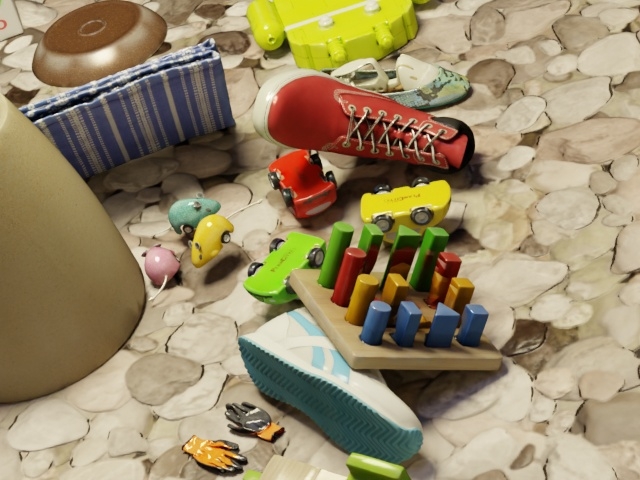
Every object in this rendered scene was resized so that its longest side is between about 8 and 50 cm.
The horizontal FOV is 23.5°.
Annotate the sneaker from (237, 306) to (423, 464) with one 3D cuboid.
[{"bbox_3d":[0.022,0.127,1.442,0.092,0.087,0.228,-31,42,-27],"label":"sneaker"}]

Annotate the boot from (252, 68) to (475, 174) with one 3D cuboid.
[{"bbox_3d":[0.058,-0.122,1.668,0.176,0.088,0.244,22,14,38],"label":"boot"}]

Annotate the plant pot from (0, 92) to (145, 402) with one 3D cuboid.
[{"bbox_3d":[-0.341,-0.018,1.590,0.256,0.274,0.256,-8,43,7],"label":"plant pot"}]

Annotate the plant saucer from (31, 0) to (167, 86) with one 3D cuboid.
[{"bbox_3d":[-0.313,-0.283,2.140,0.198,0.036,0.198,-10,38,8],"label":"plant saucer"}]

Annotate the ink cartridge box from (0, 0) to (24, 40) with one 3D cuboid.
[{"bbox_3d":[-0.576,-0.419,2.222,0.198,0.270,0.197,-22,38,-6],"label":"ink cartridge box"}]

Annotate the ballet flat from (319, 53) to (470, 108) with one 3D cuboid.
[{"bbox_3d":[0.082,-0.190,1.842,0.188,0.070,0.070,-6,38,13],"label":"ballet flat"}]

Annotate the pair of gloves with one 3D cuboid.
[{"bbox_3d":[-0.084,0.187,1.467,0.074,0.010,0.083,22,51,40],"label":"pair of gloves"}]

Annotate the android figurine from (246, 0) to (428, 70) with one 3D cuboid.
[{"bbox_3d":[0.029,-0.305,2.020,0.248,0.056,0.273,-17,35,0],"label":"android figurine"}]

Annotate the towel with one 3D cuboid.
[{"bbox_3d":[-0.262,-0.119,1.781,0.336,0.243,0.040,-21,75,-5],"label":"towel"}]

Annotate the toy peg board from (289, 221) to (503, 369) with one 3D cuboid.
[{"bbox_3d":[0.078,0.047,1.465,0.161,0.079,0.160,2,27,-27],"label":"toy peg board"}]

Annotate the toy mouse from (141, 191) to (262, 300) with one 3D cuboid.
[{"bbox_3d":[-0.159,-0.005,1.701,0.161,0.031,0.143,-52,34,-15],"label":"toy mouse"}]

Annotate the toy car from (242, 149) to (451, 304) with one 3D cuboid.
[{"bbox_3d":[0.000,0.000,1.639,0.239,0.053,0.225,14,47,35],"label":"toy car"}]

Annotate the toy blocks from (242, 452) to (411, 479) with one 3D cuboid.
[{"bbox_3d":[0.035,0.324,1.137,0.381,0.191,0.261,11,57,33],"label":"toy blocks"}]
